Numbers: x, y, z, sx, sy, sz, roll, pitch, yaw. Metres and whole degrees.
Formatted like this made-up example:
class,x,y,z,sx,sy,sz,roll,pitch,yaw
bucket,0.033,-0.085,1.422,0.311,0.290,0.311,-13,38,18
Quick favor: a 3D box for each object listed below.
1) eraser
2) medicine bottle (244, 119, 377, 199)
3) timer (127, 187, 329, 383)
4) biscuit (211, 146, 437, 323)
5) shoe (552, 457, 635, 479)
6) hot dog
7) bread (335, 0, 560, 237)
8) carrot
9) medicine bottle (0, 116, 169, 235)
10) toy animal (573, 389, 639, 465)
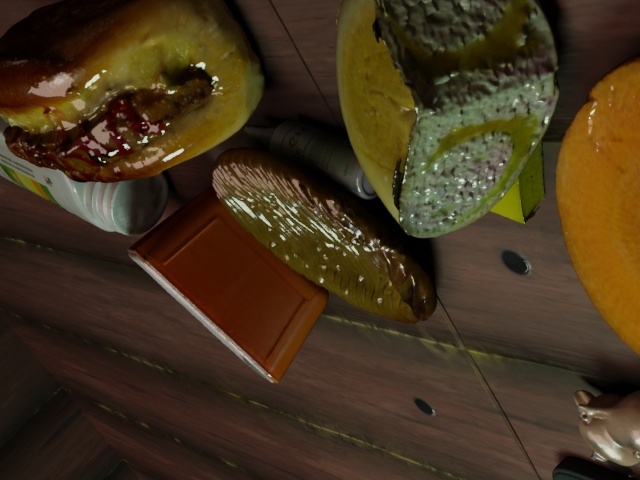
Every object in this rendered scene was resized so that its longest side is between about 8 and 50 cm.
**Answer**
class,x,y,z,sx,sy,sz,roll,pitch,yaw
eraser,0.147,-0.078,1.006,0.122,0.045,0.097,23,149,34
medicine bottle,-0.014,-0.100,1.194,0.199,0.057,0.058,24,149,37
timer,-0.144,0.070,1.514,0.257,0.161,0.250,44,156,-9
biscuit,0.000,0.000,1.278,0.317,0.040,0.318,33,164,11
shoe,0.368,0.346,1.284,0.241,0.093,0.108,16,142,47
hot dog,-0.259,-0.175,1.248,0.405,0.223,0.185,6,133,51
bread,0.093,-0.144,0.883,0.156,0.158,0.261,56,157,35
carrot,0.306,-0.021,0.825,0.258,0.100,0.307,23,140,40
medicine bottle,-0.376,-0.110,1.634,0.324,0.124,0.179,23,156,34
toy animal,0.330,0.195,1.134,0.084,0.089,0.150,67,156,-2
